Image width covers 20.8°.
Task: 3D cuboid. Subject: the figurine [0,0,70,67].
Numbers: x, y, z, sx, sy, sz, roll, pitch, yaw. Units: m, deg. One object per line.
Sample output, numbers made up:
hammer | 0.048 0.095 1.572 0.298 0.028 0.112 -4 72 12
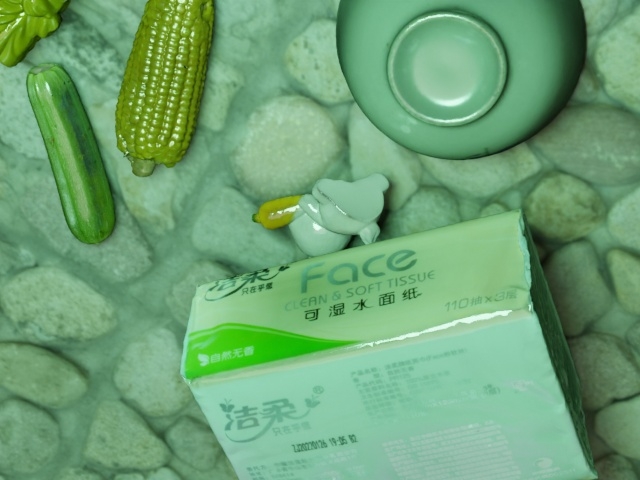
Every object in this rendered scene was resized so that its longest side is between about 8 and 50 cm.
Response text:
figurine | -0.249 -0.343 1.932 0.315 0.168 0.187 -22 66 17

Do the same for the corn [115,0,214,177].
corn | -0.178 -0.196 2.024 0.097 0.097 0.261 17 109 2

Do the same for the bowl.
bowl | 0.149 -0.207 1.941 0.289 0.146 0.289 3 113 8

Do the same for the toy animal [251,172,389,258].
toy animal | 0.000 0.000 2.068 0.181 0.131 0.127 -49 60 52

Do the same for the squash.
squash | -0.298 -0.102 2.096 0.066 0.066 0.228 -11 110 13

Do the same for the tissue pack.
tissue pack | 0.086 0.163 2.031 0.405 0.205 0.331 -12 130 13
